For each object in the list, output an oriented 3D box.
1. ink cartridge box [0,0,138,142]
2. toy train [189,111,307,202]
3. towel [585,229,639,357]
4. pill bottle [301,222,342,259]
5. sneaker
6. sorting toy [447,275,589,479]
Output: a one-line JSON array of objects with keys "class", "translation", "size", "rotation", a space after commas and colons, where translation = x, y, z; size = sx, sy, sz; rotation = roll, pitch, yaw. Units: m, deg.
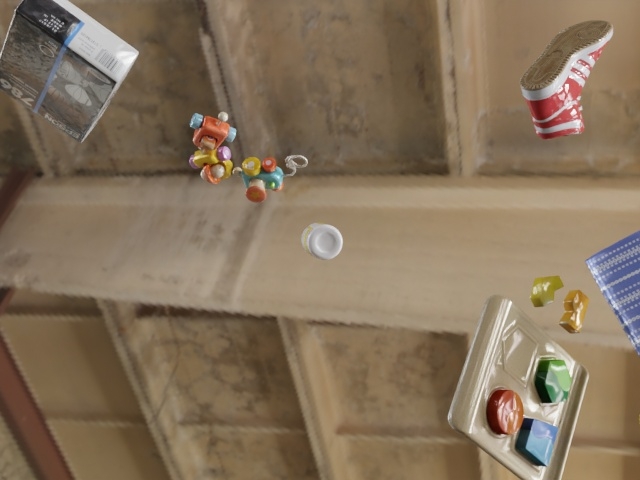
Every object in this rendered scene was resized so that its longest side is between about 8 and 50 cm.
[{"class": "ink cartridge box", "translation": [-0.381, -0.238, 1.582], "size": [0.165, 0.065, 0.332], "rotation": [34, -23, -11]}, {"class": "toy train", "translation": [-0.106, -0.100, 1.411], "size": [0.166, 0.046, 0.125], "rotation": [23, -32, -23]}, {"class": "towel", "translation": [0.561, 0.097, 1.579], "size": [0.243, 0.336, 0.040], "rotation": [-27, -43, 8]}, {"class": "pill bottle", "translation": [0.000, 0.000, 1.353], "size": [0.043, 0.043, 0.083], "rotation": [29, -1, -9]}, {"class": "sneaker", "translation": [0.211, -0.132, 0.915], "size": [0.042, 0.118, 0.067], "rotation": [17, -41, 43]}, {"class": "sorting toy", "translation": [0.307, 0.178, 1.558], "size": [0.229, 0.307, 0.041], "rotation": [37, -29, -30]}]
